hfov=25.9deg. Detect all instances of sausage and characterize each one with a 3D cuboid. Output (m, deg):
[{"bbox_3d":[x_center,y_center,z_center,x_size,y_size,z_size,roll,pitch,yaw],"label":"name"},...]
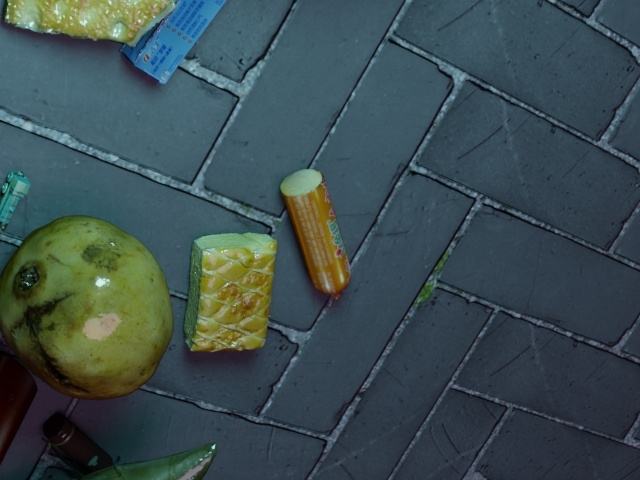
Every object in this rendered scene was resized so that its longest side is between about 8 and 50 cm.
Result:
[{"bbox_3d":[0.000,0.000,2.173,0.071,0.071,0.234,-27,127,-13],"label":"sausage"}]

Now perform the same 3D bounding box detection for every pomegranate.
[{"bbox_3d":[-0.325,0.090,1.931,0.260,0.260,0.260,-14,123,-22],"label":"pomegranate"}]

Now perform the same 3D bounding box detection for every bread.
[{"bbox_3d":[-0.140,0.081,2.143,0.125,0.068,0.188,-5,119,-26],"label":"bread"}]

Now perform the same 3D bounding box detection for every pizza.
[{"bbox_3d":[-0.306,-0.326,1.817,0.204,0.080,0.188,-41,106,11],"label":"pizza"}]

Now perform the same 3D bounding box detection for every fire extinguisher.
[{"bbox_3d":[-0.370,0.331,2.178,0.064,0.043,0.158,-45,128,-8],"label":"fire extinguisher"}]

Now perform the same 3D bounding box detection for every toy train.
[{"bbox_3d":[-0.429,-0.052,1.921,0.029,0.045,0.092,20,104,-33],"label":"toy train"}]

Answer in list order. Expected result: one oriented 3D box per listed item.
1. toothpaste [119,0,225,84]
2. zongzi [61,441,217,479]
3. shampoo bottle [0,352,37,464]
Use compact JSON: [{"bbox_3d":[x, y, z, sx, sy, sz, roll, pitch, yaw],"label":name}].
[{"bbox_3d":[-0.165,-0.343,1.895,0.066,0.053,0.272,31,99,-42],"label":"toothpaste"},{"bbox_3d":[-0.301,0.495,2.198,0.392,0.174,0.356,-19,129,-2],"label":"zongzi"},{"bbox_3d":[-0.488,0.287,1.967,0.064,0.260,0.102,-8,131,28],"label":"shampoo bottle"}]
